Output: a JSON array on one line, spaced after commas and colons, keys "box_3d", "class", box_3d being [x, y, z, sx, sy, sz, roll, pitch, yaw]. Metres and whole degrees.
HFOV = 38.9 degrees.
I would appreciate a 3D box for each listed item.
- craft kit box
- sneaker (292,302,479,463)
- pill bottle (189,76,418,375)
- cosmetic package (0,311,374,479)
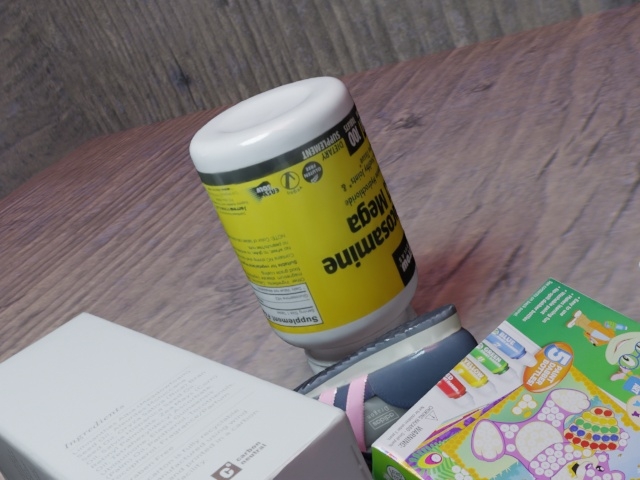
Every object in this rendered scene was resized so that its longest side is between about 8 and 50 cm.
[{"box_3d": [0.212, 0.164, 0.706, 0.246, 0.061, 0.250, 32, 53, 31], "class": "craft kit box"}, {"box_3d": [0.034, 0.185, 0.894, 0.319, 0.131, 0.112, -35, -6, 38], "class": "sneaker"}, {"box_3d": [0.000, 0.000, 1.036, 0.188, 0.334, 0.188, -20, 22, 9], "class": "pill bottle"}, {"box_3d": [-0.132, 0.227, 0.788, 0.161, 0.230, 0.453, -35, 26, -29], "class": "cosmetic package"}]
